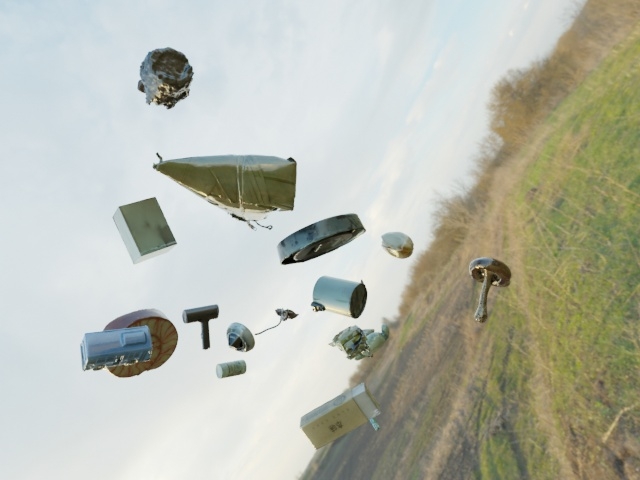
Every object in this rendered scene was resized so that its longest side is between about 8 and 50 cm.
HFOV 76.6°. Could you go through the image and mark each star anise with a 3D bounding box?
[{"bbox_3d":[-0.263,0.505,2.417,0.148,0.219,0.227,-86,14,-74],"label":"star anise"}]

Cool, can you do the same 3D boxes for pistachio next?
[{"bbox_3d":[0.387,0.022,2.052,0.144,0.215,0.143,-8,-75,-30],"label":"pistachio"}]

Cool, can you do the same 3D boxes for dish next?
[{"bbox_3d":[-0.347,0.416,1.661,0.078,0.141,0.141,-40,-24,-52],"label":"dish"}]

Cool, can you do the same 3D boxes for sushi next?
[{"bbox_3d":[0.115,0.404,1.565,0.139,0.131,0.291,-35,-10,-6],"label":"sushi"}]

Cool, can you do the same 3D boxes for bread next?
[{"bbox_3d":[-0.793,0.443,1.769,0.328,0.114,0.294,0,-69,-49],"label":"bread"}]

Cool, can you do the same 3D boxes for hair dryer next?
[{"bbox_3d":[-0.668,0.499,2.310,0.198,0.250,0.089,-3,-15,-34],"label":"hair dryer"}]

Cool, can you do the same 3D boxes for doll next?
[{"bbox_3d":[0.230,0.454,1.777,0.214,0.071,0.104,-49,-48,11],"label":"doll"}]

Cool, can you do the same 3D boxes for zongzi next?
[{"bbox_3d":[-0.306,-0.151,1.273,0.447,0.419,0.181,156,115,-65],"label":"zongzi"}]

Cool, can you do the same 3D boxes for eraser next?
[{"bbox_3d":[0.085,0.775,1.786,0.344,0.144,0.078,-33,9,8],"label":"eraser"}]

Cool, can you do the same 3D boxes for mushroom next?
[{"bbox_3d":[0.589,0.182,1.438,0.227,0.148,0.217,41,-117,-50],"label":"mushroom"}]

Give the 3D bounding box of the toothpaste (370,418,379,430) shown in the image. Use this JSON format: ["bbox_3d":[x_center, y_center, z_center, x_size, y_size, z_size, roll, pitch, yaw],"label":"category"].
[{"bbox_3d":[0.253,0.862,1.921,0.020,0.017,0.083,-57,30,8],"label":"toothpaste"}]

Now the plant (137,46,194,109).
[{"bbox_3d":[-0.593,-0.607,1.534,0.234,0.203,0.178,-18,13,48],"label":"plant"}]

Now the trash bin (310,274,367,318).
[{"bbox_3d":[0.117,0.336,2.432,0.277,0.263,0.217,-55,-41,-33],"label":"trash bin"}]

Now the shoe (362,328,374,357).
[{"bbox_3d":[0.234,0.545,2.107,0.227,0.100,0.125,89,177,-53],"label":"shoe"}]

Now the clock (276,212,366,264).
[{"bbox_3d":[0.000,0.000,1.432,0.326,0.067,0.325,-22,-11,-4],"label":"clock"}]

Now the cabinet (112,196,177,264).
[{"bbox_3d":[-0.689,-0.038,1.584,0.145,0.205,0.150,-25,0,-38],"label":"cabinet"}]

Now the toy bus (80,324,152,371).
[{"bbox_3d":[-0.749,0.396,1.505,0.234,0.116,0.133,0,-39,-38],"label":"toy bus"}]

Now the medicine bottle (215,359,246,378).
[{"bbox_3d":[-0.272,0.393,1.236,0.084,0.047,0.047,3,-58,-40],"label":"medicine bottle"}]
